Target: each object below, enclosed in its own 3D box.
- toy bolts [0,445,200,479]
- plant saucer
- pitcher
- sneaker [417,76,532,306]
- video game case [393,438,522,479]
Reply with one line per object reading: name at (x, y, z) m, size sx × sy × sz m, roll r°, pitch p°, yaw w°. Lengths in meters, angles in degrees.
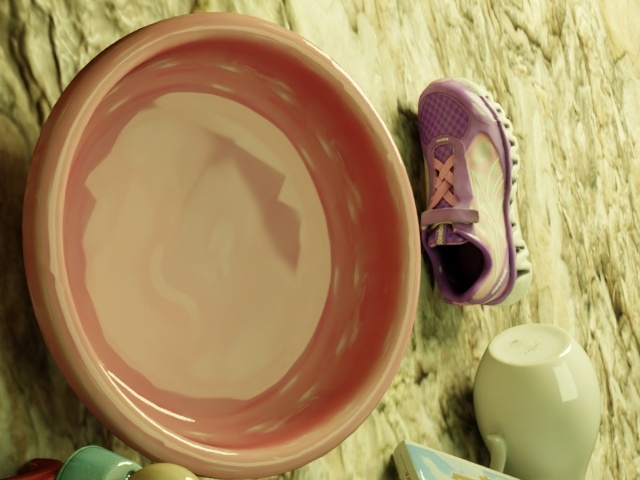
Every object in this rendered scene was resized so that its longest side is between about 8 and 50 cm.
toy bolts at (-0.113, 0.237, 1.161) m, size 0.218 × 0.158 × 0.228 m, roll -26°, pitch 106°, yaw -58°
plant saucer at (-0.075, 0.005, 1.278) m, size 0.332 × 0.084 × 0.332 m, roll 6°, pitch 81°, yaw -38°
pitcher at (0.203, 0.203, 1.757) m, size 0.178 × 0.125 × 0.207 m, roll -33°, pitch 124°, yaw -41°
sneaker at (0.136, -0.038, 1.718) m, size 0.104 × 0.095 × 0.236 m, roll -24°, pitch 105°, yaw -51°
video game case at (0.176, 0.279, 1.607) m, size 0.212 × 0.023 × 0.193 m, roll 22°, pitch 29°, yaw -31°
